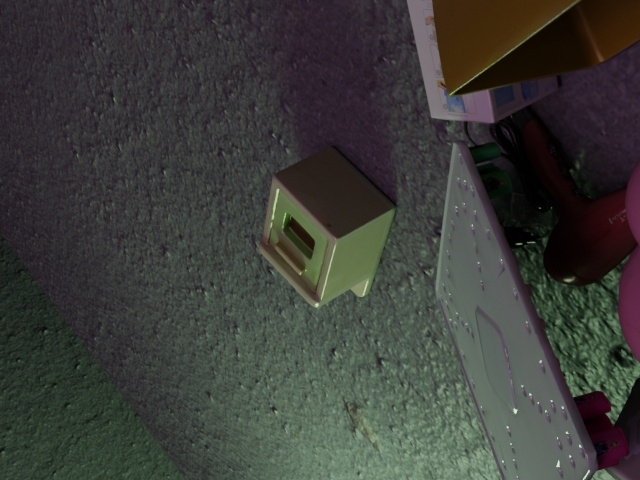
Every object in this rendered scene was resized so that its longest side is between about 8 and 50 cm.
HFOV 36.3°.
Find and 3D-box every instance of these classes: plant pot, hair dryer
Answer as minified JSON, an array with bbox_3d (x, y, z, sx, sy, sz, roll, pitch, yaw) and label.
[{"bbox_3d":[0.221,-0.275,0.912,0.212,0.212,0.187,-32,76,60],"label":"plant pot"},{"bbox_3d":[0.273,-0.053,1.130,0.293,0.080,0.224,16,128,49],"label":"hair dryer"}]

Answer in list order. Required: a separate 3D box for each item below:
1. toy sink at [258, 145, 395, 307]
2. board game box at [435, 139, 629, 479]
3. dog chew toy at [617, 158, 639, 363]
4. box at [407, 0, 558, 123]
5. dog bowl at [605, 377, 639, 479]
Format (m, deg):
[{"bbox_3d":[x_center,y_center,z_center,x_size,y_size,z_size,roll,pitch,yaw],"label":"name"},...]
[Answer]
[{"bbox_3d":[0.000,0.000,1.529,0.153,0.131,0.234,46,148,23],"label":"toy sink"},{"bbox_3d":[0.228,0.136,1.155,0.390,0.050,0.390,85,170,-60],"label":"board game box"},{"bbox_3d":[0.375,-0.018,0.903,0.206,0.206,0.332,12,118,52],"label":"dog chew toy"},{"bbox_3d":[0.174,-0.246,1.077,0.103,0.114,0.203,16,128,52],"label":"box"},{"bbox_3d":[0.437,0.292,1.003,0.349,0.102,0.349,41,179,1],"label":"dog bowl"}]
